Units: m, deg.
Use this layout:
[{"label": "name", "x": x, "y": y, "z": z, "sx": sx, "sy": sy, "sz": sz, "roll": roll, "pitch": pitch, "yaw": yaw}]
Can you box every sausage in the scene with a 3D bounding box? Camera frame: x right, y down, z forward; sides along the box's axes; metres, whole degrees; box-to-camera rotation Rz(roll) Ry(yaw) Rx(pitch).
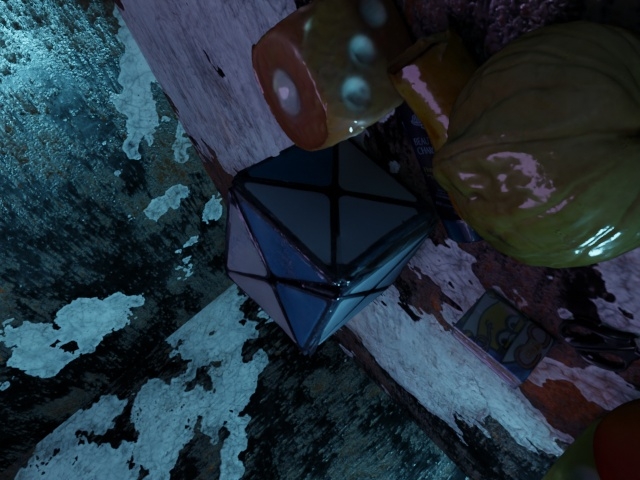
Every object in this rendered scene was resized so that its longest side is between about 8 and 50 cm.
[{"label": "sausage", "x": 0.187, "y": -0.134, "z": 0.580, "sx": 0.271, "sy": 0.108, "sz": 0.108, "roll": 58, "pitch": 163, "yaw": -24}]

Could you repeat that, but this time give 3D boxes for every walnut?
[{"label": "walnut", "x": 0.221, "y": -0.084, "z": 0.427, "sx": 0.228, "sy": 0.228, "sz": 0.228, "roll": 45, "pitch": 164, "yaw": 17}]

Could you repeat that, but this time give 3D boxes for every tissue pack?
[{"label": "tissue pack", "x": 0.345, "y": 0.182, "z": 0.843, "sx": 0.155, "sy": 0.115, "sz": 0.065, "roll": 40, "pitch": 161, "yaw": 27}]

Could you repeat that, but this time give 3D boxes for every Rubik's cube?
[{"label": "Rubik's cube", "x": 0.000, "y": 0.000, "z": 0.921, "sx": 0.307, "sy": 0.310, "sz": 0.305, "roll": 45, "pitch": 148, "yaw": 16}]

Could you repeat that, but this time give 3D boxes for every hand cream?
[{"label": "hand cream", "x": 0.193, "y": -0.124, "z": 0.697, "sx": 0.271, "sy": 0.061, "sz": 0.120, "roll": 64, "pitch": 165, "yaw": -18}]

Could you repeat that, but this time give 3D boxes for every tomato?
[{"label": "tomato", "x": 0.522, "y": 0.347, "z": 0.613, "sx": 0.260, "sy": 0.180, "sz": 0.260, "roll": 44, "pitch": 165, "yaw": 15}]

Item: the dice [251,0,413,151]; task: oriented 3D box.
[{"label": "dice", "x": 0.021, "y": -0.244, "z": 0.641, "sx": 0.174, "sy": 0.179, "sz": 0.174, "roll": 6, "pitch": 127, "yaw": 62}]

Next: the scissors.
[{"label": "scissors", "x": 0.459, "y": 0.148, "z": 0.620, "sx": 0.109, "sy": 0.022, "sz": 0.300, "roll": 46, "pitch": 163, "yaw": 1}]

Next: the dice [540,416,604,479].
[{"label": "dice", "x": 0.545, "y": 0.499, "z": 0.813, "sx": 0.238, "sy": 0.226, "sz": 0.233, "roll": 39, "pitch": 158, "yaw": 38}]
